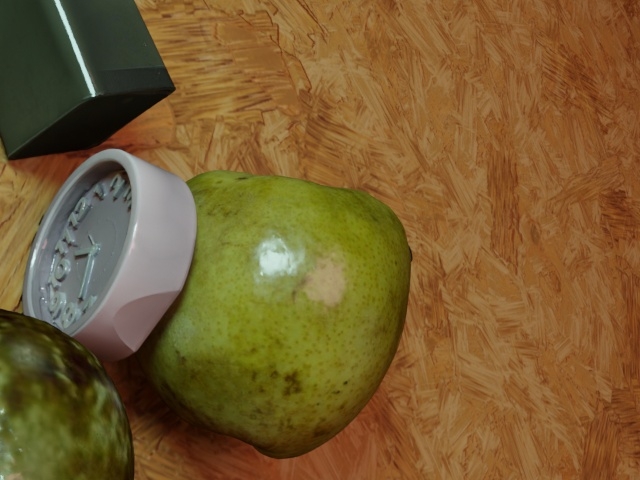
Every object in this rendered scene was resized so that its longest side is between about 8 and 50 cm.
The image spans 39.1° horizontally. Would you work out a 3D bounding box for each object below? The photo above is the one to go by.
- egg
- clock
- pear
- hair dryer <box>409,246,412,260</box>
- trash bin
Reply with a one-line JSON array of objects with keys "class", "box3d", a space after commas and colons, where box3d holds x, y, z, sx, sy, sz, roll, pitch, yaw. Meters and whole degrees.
[{"class": "egg", "box3d": [-0.255, 0.179, 0.672, 0.238, 0.289, 0.238, -13, 120, -23]}, {"class": "clock", "box3d": [-0.206, 0.014, 0.866, 0.068, 0.197, 0.196, 26, 55, -39]}, {"class": "pear", "box3d": [-0.048, 0.076, 0.950, 0.304, 0.304, 0.303, 24, 56, -41]}, {"class": "hair dryer", "box3d": [-0.001, 0.001, 1.191, 0.248, 0.114, 0.070, 29, 44, -29]}, {"class": "trash bin", "box3d": [-0.276, -0.227, 0.923, 0.122, 0.164, 0.240, -20, 88, -51]}]
